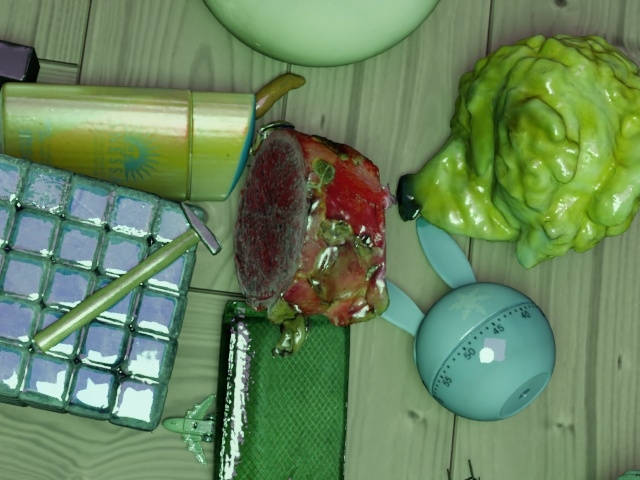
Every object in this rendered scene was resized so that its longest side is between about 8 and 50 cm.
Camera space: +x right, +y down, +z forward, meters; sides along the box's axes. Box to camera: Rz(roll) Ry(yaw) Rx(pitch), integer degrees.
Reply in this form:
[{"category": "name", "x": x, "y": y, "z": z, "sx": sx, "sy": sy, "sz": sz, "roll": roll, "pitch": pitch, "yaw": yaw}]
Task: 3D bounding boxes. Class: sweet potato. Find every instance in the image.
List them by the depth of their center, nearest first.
[{"category": "sweet potato", "x": -0.096, "y": -0.159, "z": 1.353, "sx": 0.179, "sy": 0.044, "sz": 0.044, "roll": -22, "pitch": 85, "yaw": -10}]

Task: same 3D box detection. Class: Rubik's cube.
[{"category": "Rubik's cube", "x": -0.265, "y": 0.064, "z": 1.191, "sx": 0.237, "sy": 0.238, "sz": 0.237, "roll": 15, "pitch": 77, "yaw": -9}]

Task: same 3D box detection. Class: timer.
[{"category": "timer", "x": 0.162, "y": 0.107, "z": 1.314, "sx": 0.175, "sy": 0.255, "sz": 0.175, "roll": -14, "pitch": 120, "yaw": -26}]

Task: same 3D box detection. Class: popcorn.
[{"category": "popcorn", "x": 0.274, "y": -0.103, "z": 1.294, "sx": 0.237, "sy": 0.293, "sz": 0.293, "roll": 14, "pitch": 79, "yaw": -26}]

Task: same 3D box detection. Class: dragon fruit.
[{"category": "dragon fruit", "x": 0.000, "y": 0.000, "z": 1.246, "sx": 0.147, "sy": 0.211, "sz": 0.282, "roll": 7, "pitch": 60, "yaw": -28}]

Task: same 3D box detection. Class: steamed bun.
[{"category": "steamed bun", "x": 0.001, "y": -0.359, "z": 1.297, "sx": 0.324, "sy": 0.206, "sz": 0.324, "roll": 0, "pitch": 89, "yaw": -12}]

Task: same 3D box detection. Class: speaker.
[{"category": "speaker", "x": -0.437, "y": -0.215, "z": 1.287, "sx": 0.218, "sy": 0.082, "sz": 0.044, "roll": 12, "pitch": 80, "yaw": -7}]

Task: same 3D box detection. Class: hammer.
[{"category": "hammer", "x": -0.191, "y": 0.039, "z": 1.081, "sx": 0.199, "sy": 0.013, "sz": 0.062, "roll": -36, "pitch": 90, "yaw": -15}]

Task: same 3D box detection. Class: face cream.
[{"category": "face cream", "x": -0.219, "y": -0.110, "z": 1.295, "sx": 0.285, "sy": 0.067, "sz": 0.139, "roll": 1, "pitch": 119, "yaw": -9}]

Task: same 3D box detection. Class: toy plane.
[{"category": "toy plane", "x": -0.140, "y": 0.215, "z": 1.292, "sx": 0.083, "sy": 0.033, "sz": 0.080, "roll": 9, "pitch": 74, "yaw": -7}]

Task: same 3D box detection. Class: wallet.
[{"category": "wallet", "x": -0.044, "y": 0.190, "z": 1.296, "sx": 0.160, "sy": 0.055, "sz": 0.236, "roll": 6, "pitch": 84, "yaw": -21}]

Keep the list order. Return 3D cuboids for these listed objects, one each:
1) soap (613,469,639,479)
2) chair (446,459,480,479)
[{"category": "soap", "x": 0.257, "y": 0.462, "z": 1.199, "sx": 0.156, "sy": 0.261, "sz": 0.446, "roll": 39, "pitch": 79, "yaw": 2}, {"category": "chair", "x": 0.175, "y": 0.302, "z": 1.328, "sx": 0.037, "sy": 0.042, "sz": 0.086, "roll": -21, "pitch": 121, "yaw": -10}]
